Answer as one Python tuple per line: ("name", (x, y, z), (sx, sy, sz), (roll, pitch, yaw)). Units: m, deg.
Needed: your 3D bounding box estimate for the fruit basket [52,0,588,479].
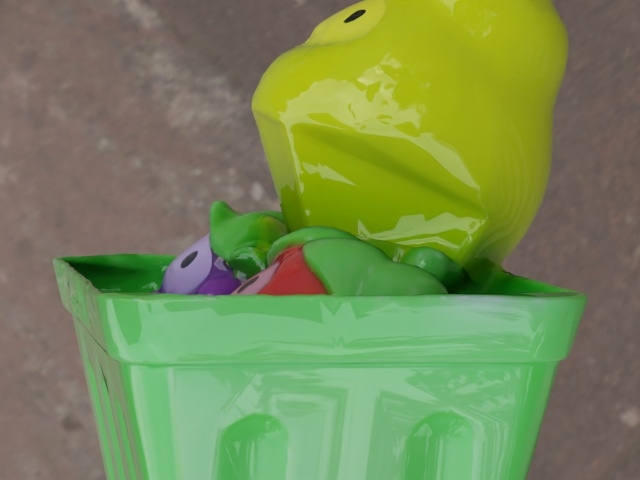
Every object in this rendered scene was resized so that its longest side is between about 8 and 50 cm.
("fruit basket", (0.000, 0.000, 1.030), (0.282, 0.392, 0.392), (1, 118, -13))
